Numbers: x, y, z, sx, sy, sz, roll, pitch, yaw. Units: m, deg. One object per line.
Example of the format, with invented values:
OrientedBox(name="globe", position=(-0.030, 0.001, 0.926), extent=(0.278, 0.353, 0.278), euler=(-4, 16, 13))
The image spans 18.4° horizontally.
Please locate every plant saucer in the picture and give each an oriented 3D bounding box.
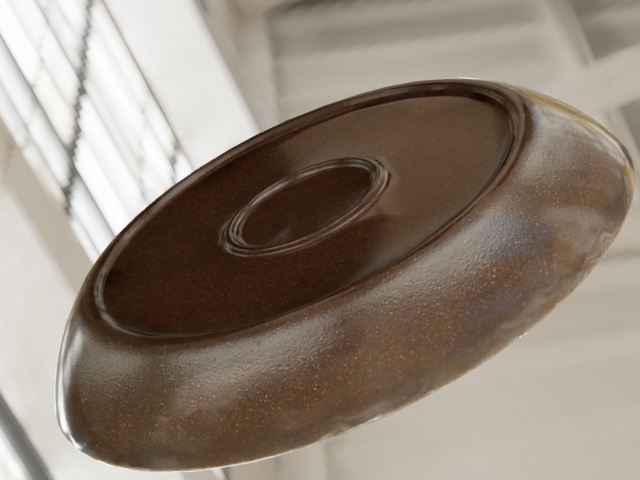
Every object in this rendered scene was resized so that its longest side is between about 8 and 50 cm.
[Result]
OrientedBox(name="plant saucer", position=(0.000, 0.000, 0.973), extent=(0.311, 0.050, 0.310), euler=(-21, -156, 10))
